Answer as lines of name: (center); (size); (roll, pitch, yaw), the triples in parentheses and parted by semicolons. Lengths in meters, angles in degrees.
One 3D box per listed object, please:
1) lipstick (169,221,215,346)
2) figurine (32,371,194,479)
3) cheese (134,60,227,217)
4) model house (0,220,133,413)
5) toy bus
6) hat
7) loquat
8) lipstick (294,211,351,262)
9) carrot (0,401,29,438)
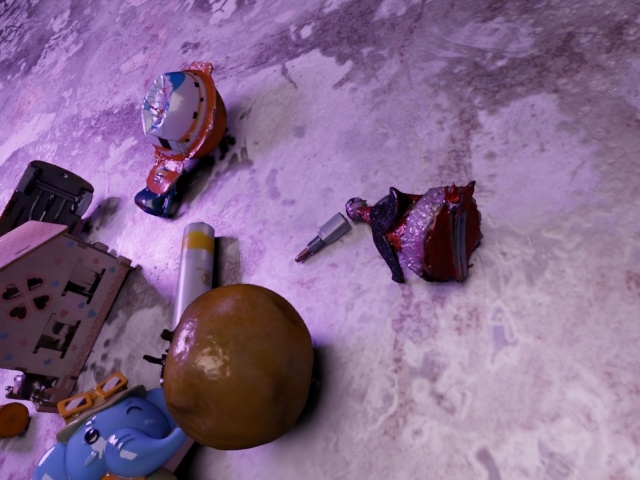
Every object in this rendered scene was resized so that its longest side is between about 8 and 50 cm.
lipstick: (-0.211, 0.089, 0.707); (0.059, 0.059, 0.263); (-18, 53, 18)
figurine: (-0.254, 0.304, 0.594); (0.262, 0.153, 0.180); (29, 70, 17)
cheese: (-0.295, -0.209, 0.875); (0.217, 0.129, 0.329); (26, 97, 40)
model house: (-0.526, 0.117, 0.752); (0.169, 0.244, 0.325); (10, 71, 28)
toy bus: (-0.627, -0.001, 0.919); (0.153, 0.143, 0.329); (-10, 60, 49)
hat: (0.109, -0.031, 0.591); (0.227, 0.140, 0.129); (23, 66, 46)
loquat: (-0.109, 0.158, 0.550); (0.213, 0.213, 0.213); (-11, 61, 21)
lipstick: (0.000, 0.000, 0.681); (0.107, 0.025, 0.025); (-42, 54, 9)
carrot: (-0.646, 0.347, 0.809); (0.210, 0.061, 0.061); (-15, 59, 24)
